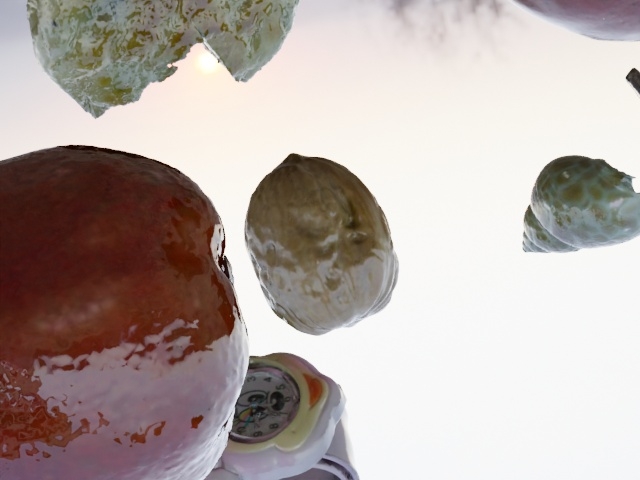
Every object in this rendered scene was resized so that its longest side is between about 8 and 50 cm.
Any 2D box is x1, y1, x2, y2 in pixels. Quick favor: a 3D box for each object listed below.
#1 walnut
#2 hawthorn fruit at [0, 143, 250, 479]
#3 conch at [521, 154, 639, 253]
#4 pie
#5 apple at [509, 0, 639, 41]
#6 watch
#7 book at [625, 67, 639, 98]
[{"bbox_3d":[0.000,0.000,1.730,0.155,0.184,0.155,-22,178,-1],"label":"walnut"},{"bbox_3d":[-0.192,0.074,1.302,0.295,0.295,0.311,-6,-162,39],"label":"hawthorn fruit"},{"bbox_3d":[0.288,-0.038,1.931,0.173,0.116,0.106,20,-112,49],"label":"conch"},{"bbox_3d":[-0.163,-0.283,1.842,0.338,0.337,0.075,-18,-147,-26],"label":"pie"},{"bbox_3d":[0.225,-0.265,1.324,0.234,0.234,0.234,-13,-171,2],"label":"apple"},{"bbox_3d":[-0.079,0.256,1.974,0.248,0.217,0.211,-13,-133,0],"label":"watch"},{"bbox_3d":[0.342,-0.064,1.542,0.024,0.160,0.228,-38,-164,11],"label":"book"}]
